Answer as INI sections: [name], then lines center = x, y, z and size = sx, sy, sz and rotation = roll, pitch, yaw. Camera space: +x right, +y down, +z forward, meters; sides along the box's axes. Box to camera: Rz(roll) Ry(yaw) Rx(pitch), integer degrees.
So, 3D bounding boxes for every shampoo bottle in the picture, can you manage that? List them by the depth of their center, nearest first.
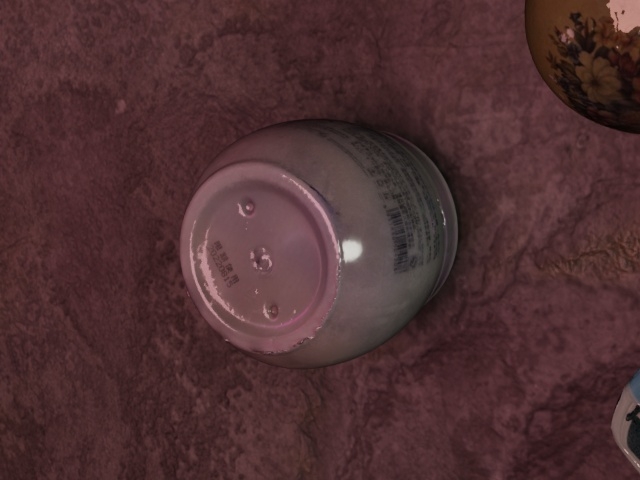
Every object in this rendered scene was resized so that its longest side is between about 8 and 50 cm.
[shampoo bottle]
center = 0.000, 0.000, 1.547
size = 0.273, 0.266, 0.273
rotation = 5, 100, 32

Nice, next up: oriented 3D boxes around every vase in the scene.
[vase]
center = 0.368, -0.175, 1.289
size = 0.302, 0.241, 0.329
rotation = 20, 147, 45

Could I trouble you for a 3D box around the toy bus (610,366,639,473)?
[toy bus]
center = 0.414, 0.219, 1.382
size = 0.271, 0.133, 0.165
rotation = 49, 126, 15
